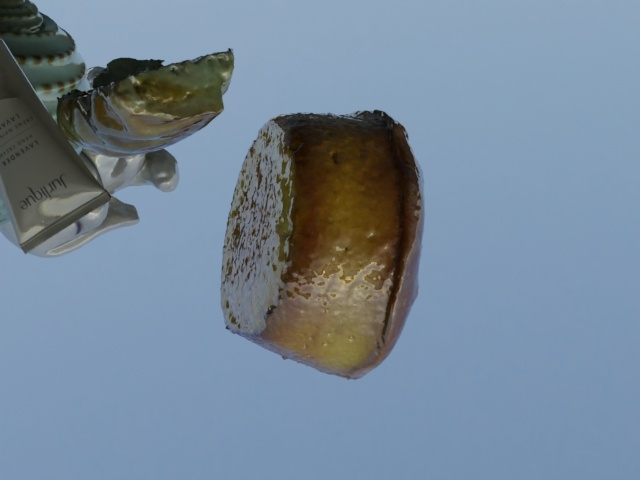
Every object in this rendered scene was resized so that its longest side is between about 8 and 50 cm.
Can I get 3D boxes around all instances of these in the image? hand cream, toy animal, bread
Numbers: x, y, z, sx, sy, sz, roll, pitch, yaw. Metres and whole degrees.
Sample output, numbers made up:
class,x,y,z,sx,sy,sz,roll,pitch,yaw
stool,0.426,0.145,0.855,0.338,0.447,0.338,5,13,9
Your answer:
class,x,y,z,sx,sy,sz,roll,pitch,yaw
hand cream,-0.250,-0.089,1.502,0.087,0.186,0.054,-32,170,9
toy animal,-0.373,-0.089,2.704,0.206,0.272,0.265,-7,-142,47
bread,0.002,-0.002,1.965,0.172,0.312,0.312,9,-153,-21
bread,-0.148,-0.117,1.583,0.128,0.088,0.232,-26,-170,-21

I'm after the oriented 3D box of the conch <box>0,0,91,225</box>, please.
class,x,y,z,sx,sy,sz,roll,pitch,yaw
conch,-0.395,-0.117,1.822,0.303,0.215,0.319,29,-96,28
